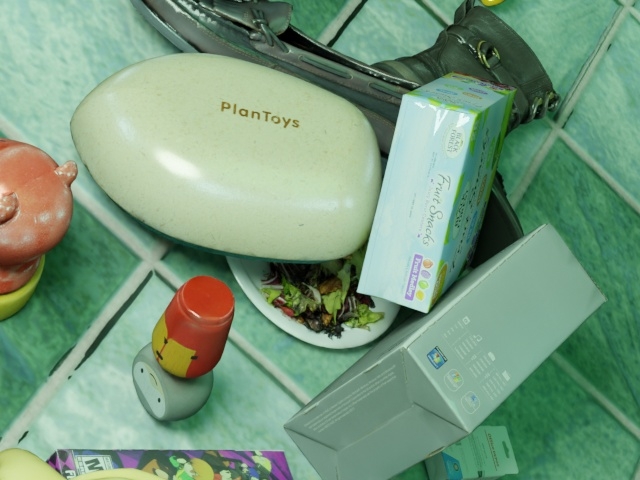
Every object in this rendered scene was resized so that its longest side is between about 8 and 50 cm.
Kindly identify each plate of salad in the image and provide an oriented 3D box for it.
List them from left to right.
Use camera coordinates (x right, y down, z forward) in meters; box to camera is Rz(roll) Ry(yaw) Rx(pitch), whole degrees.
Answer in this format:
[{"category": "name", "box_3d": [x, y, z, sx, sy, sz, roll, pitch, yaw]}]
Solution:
[{"category": "plate of salad", "box_3d": [0.000, 0.000, 1.548, 0.200, 0.048, 0.200, 19, 54, -29]}]

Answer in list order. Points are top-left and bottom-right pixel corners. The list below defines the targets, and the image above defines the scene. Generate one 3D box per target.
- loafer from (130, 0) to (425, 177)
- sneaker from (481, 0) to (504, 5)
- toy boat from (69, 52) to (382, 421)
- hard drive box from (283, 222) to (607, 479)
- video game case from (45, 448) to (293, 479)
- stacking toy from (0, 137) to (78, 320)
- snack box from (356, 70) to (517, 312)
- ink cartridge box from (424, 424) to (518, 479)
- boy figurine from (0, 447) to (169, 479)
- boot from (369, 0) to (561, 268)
[{"category": "loafer", "box_3d": [-0.029, -0.175, 1.577, 0.302, 0.095, 0.109, 34, 24, -15]}, {"category": "sneaker", "box_3d": [0.120, -0.317, 1.799, 0.225, 0.088, 0.093, 22, 55, -26]}, {"category": "toy boat", "box_3d": [-0.091, -0.010, 1.428, 0.267, 0.148, 0.318, 17, 50, -8]}, {"category": "hard drive box", "box_3d": [0.107, 0.102, 1.478, 0.089, 0.181, 0.232, 53, 47, 0]}, {"category": "video game case", "box_3d": [-0.087, 0.262, 1.301, 0.210, 0.042, 0.232, 6, 50, -36]}, {"category": "stacking toy", "box_3d": [-0.340, -0.019, 1.243, 0.279, 0.130, 0.309, 45, 46, -7]}, {"category": "snack box", "box_3d": [0.104, -0.047, 1.507, 0.070, 0.174, 0.207, 16, 16, 13]}, {"category": "ink cartridge box", "box_3d": [0.132, 0.192, 1.548, 0.083, 0.028, 0.048, 2, 64, -36]}, {"category": "boy figurine", "box_3d": [-0.182, 0.210, 1.123, 0.092, 0.285, 0.177, 2, 60, -36]}, {"category": "boot", "box_3d": [0.171, -0.112, 1.717, 0.229, 0.091, 0.263, -29, 85, -46]}]
